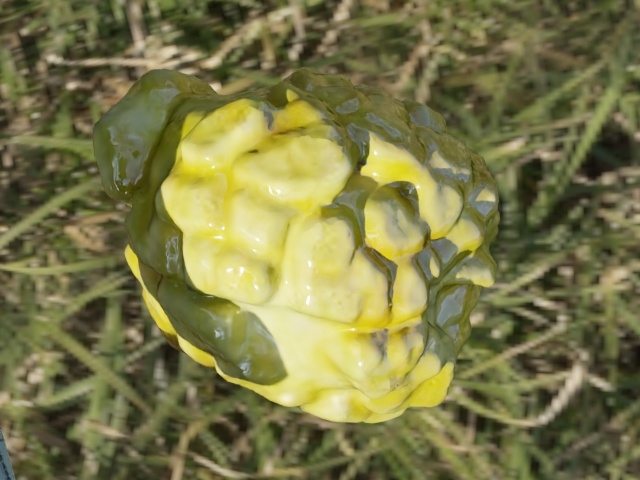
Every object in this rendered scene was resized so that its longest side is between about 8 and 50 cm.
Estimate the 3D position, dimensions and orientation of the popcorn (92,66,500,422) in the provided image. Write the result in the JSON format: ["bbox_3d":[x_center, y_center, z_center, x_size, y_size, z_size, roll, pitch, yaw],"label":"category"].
[{"bbox_3d":[-0.010,-0.005,1.055,0.181,0.217,0.235,-67,160,0],"label":"popcorn"}]

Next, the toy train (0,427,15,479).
[{"bbox_3d":[-0.178,0.087,0.880,0.055,0.048,0.252,-24,79,16],"label":"toy train"}]
